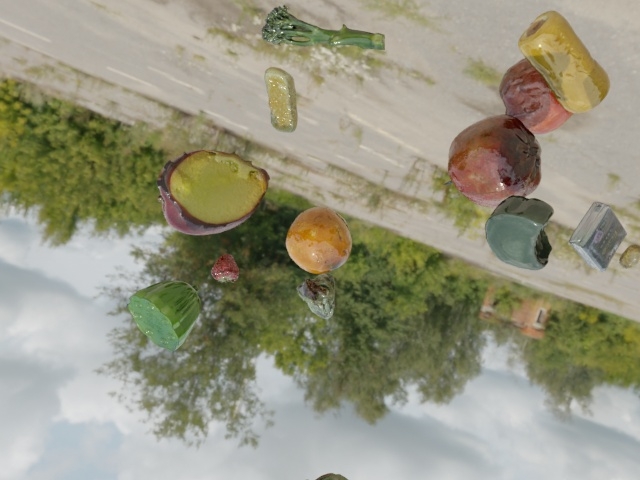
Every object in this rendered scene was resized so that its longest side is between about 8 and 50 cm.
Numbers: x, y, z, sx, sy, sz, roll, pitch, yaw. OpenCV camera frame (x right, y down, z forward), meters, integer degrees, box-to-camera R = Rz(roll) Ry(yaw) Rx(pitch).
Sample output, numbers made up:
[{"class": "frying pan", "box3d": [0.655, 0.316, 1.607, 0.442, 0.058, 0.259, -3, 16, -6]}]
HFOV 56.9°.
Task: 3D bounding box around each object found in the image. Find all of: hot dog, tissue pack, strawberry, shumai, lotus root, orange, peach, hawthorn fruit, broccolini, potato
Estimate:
[{"class": "hot dog", "box3d": [-0.115, -0.433, 1.795, 0.084, 0.073, 0.243, 12, 146, 13]}, {"class": "tissue pack", "box3d": [0.633, -0.007, 1.341, 0.156, 0.112, 0.051, 32, 180, -45]}, {"class": "strawberry", "box3d": [-0.255, 0.071, 1.578, 0.073, 0.083, 0.073, -4, 153, -2]}, {"class": "shumai", "box3d": [-0.022, 0.217, 2.264, 0.141, 0.184, 0.184, 8, -177, -12]}, {"class": "lotus root", "box3d": [-0.381, 0.168, 1.545, 0.186, 0.186, 0.186, 19, -179, 0]}, {"class": "orange", "box3d": [0.000, 0.000, 2.152, 0.246, 0.246, 0.246, 19, -179, 0]}, {"class": "peach", "box3d": [-0.343, -0.151, 1.844, 0.361, 0.258, 0.201, -18, -178, -30]}, {"class": "hawthorn fruit", "box3d": [0.450, -0.199, 1.625, 0.254, 0.254, 0.300, 19, 151, -36]}, {"class": "broccolini", "box3d": [0.006, -0.336, 0.935, 0.216, 0.058, 0.067, 13, -176, 28]}, {"class": "hawthorn fruit", "box3d": [0.691, -0.460, 1.789, 0.241, 0.242, 0.271, 19, 157, -30]}, {"class": "potato", "box3d": [0.917, 0.048, 1.740, 0.040, 0.083, 0.051, -4, -136, -40]}]

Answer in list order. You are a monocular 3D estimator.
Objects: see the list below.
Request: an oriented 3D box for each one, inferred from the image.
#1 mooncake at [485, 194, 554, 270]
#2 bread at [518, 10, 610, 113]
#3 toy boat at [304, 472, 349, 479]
[{"class": "mooncake", "box3d": [0.462, -0.019, 1.330, 0.168, 0.104, 0.175, 44, 152, 12]}, {"class": "bread", "box3d": [0.670, -0.478, 1.614, 0.305, 0.142, 0.091, 39, -159, -24]}, {"class": "toy boat", "box3d": [0.041, 0.675, 1.589, 0.185, 0.071, 0.089, 36, -153, -24]}]
